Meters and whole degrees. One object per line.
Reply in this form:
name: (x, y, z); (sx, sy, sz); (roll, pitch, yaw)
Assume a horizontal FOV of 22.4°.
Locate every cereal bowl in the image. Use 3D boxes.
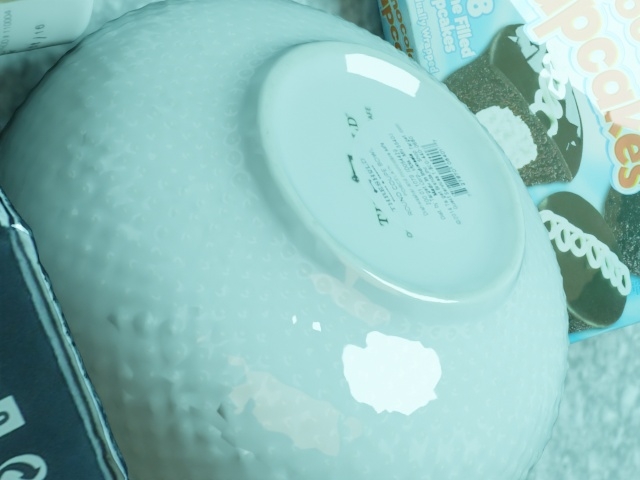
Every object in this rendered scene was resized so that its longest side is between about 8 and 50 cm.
cereal bowl: (0.000, 0.000, 0.839); (0.339, 0.141, 0.339); (21, 46, -24)

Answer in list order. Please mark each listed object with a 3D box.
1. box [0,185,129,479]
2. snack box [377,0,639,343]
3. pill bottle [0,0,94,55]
box: (-0.307, 0.064, 0.600); (0.396, 0.293, 0.212); (-26, 134, -13)
snack box: (0.146, -0.097, 1.032); (0.187, 0.060, 0.321); (-16, 101, -15)
pill bottle: (-0.236, -0.142, 0.782); (0.229, 0.131, 0.131); (-14, 103, -22)
